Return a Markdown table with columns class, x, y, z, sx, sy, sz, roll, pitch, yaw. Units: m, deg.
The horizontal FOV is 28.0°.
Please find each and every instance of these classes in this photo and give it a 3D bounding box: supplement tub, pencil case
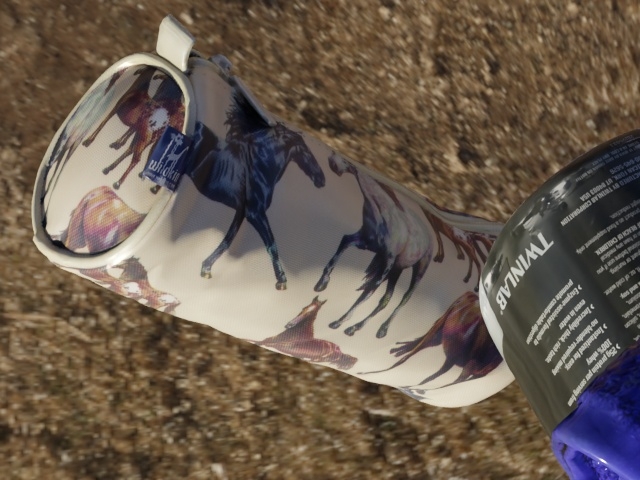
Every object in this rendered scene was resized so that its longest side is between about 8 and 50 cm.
| class | x | y | z | sx | sy | sz | roll | pitch | yaw |
| --- | --- | --- | --- | --- | --- | --- | --- | --- | --- |
| supplement tub | 0.245 | 0.110 | 0.713 | 0.207 | 0.207 | 0.338 | -35 | 51 | 11 |
| pencil case | 0.000 | 0.000 | 0.971 | 0.183 | 0.410 | 0.160 | -50 | 40 | 19 |

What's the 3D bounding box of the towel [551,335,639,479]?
| class | x | y | z | sx | sy | sz | roll | pitch | yaw |
| --- | --- | --- | --- | --- | --- | --- | --- | --- | --- |
| towel | 0.219 | 0.027 | 0.458 | 0.308 | 0.227 | 0.076 | -43 | 56 | -11 |
